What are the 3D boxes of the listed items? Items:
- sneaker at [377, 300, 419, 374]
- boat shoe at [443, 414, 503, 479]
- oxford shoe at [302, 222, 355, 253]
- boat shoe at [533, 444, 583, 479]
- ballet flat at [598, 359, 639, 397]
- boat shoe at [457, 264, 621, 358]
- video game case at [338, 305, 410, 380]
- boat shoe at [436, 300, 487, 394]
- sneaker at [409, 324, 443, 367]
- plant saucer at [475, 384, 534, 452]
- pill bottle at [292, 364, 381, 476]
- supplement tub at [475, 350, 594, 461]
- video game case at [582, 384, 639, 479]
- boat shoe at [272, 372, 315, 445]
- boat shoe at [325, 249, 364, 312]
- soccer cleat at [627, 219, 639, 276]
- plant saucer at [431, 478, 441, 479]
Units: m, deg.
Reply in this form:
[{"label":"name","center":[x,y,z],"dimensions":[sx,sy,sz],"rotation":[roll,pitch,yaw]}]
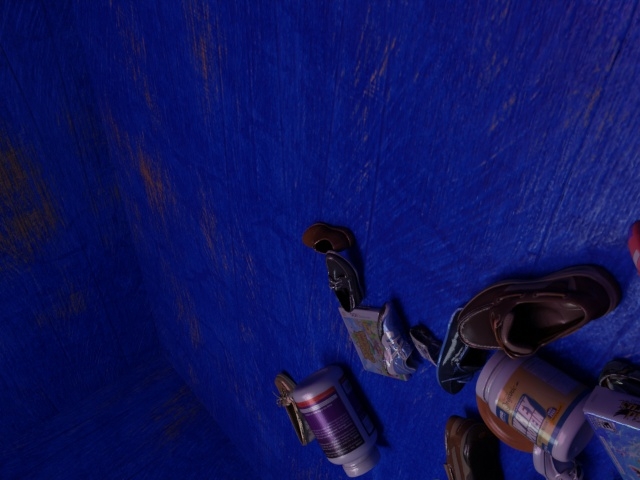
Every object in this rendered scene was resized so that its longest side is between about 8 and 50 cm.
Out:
[{"label":"sneaker","center":[0.198,0.246,1.536],"dimensions":[0.081,0.080,0.211],"rotation":[0,117,30]},{"label":"boat shoe","center":[0.371,0.567,1.507],"dimensions":[0.120,0.122,0.324],"rotation":[26,129,53]},{"label":"oxford shoe","center":[0.000,0.000,1.609],"dimensions":[0.212,0.076,0.076],"rotation":[0,118,60]},{"label":"boat shoe","center":[0.491,0.455,1.226],"dimensions":[0.075,0.083,0.226],"rotation":[6,145,39]},{"label":"ballet flat","center":[0.543,0.259,0.988],"dimensions":[0.188,0.070,0.070],"rotation":[20,132,49]},{"label":"boat shoe","center":[0.354,0.142,1.083],"dimensions":[0.342,0.123,0.123],"rotation":[-27,94,53]},{"label":"video game case","center":[0.146,0.279,1.682],"dimensions":[0.193,0.023,0.213],"rotation":[-3,113,59]},{"label":"boat shoe","center":[0.311,0.254,1.314],"dimensions":[0.089,0.109,0.258],"rotation":[32,143,35]},{"label":"sneaker","center":[0.267,0.264,1.460],"dimensions":[0.135,0.052,0.058],"rotation":[51,161,31]},{"label":"plant saucer","center":[0.417,0.383,1.332],"dimensions":[0.200,0.037,0.200],"rotation":[38,144,35]},{"label":"pill bottle","center":[0.059,0.571,1.923],"dimensions":[0.323,0.181,0.181],"rotation":[61,151,-1]},{"label":"supplement tub","center":[0.412,0.302,1.151],"dimensions":[0.199,0.144,0.144],"rotation":[32,141,40]},{"label":"video game case","center":[0.579,0.362,0.952],"dimensions":[0.270,0.061,0.244],"rotation":[53,155,-23]},{"label":"boat shoe","center":[-0.101,0.645,2.341],"dimensions":[0.285,0.089,0.104],"rotation":[56,152,8]},{"label":"boat shoe","center":[0.057,0.109,1.571],"dimensions":[0.075,0.065,0.206],"rotation":[12,144,35]},{"label":"soccer cleat","center":[0.507,0.085,0.876],"dimensions":[0.248,0.083,0.095],"rotation":[55,156,4]},{"label":"plant saucer","center":[0.377,0.788,1.765],"dimensions":[0.195,0.037,0.195],"rotation":[39,146,33]}]
